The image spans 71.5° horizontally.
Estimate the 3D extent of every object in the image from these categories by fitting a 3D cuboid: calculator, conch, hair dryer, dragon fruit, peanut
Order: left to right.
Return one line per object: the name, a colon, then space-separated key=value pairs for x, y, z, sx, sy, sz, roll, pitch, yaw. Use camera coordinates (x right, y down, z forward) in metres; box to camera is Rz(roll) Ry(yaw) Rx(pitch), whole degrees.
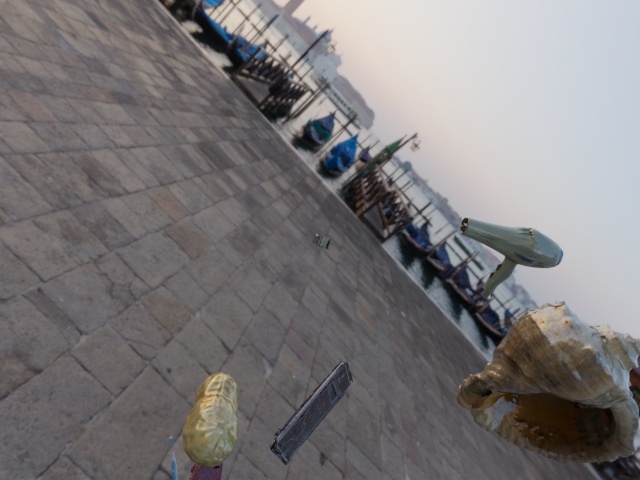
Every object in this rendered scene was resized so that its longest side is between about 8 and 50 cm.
dragon fruit: x=-0.377 y=0.776 z=1.427 sx=0.102 sy=0.096 sz=0.147 roll=28 pitch=55 yaw=-29
peanut: x=-0.272 y=0.451 z=1.144 sx=0.147 sy=0.147 sz=0.305 roll=46 pitch=0 yaw=-9
calculator: x=-0.014 y=0.432 z=1.120 sx=0.028 sy=0.274 sz=0.165 roll=31 pitch=-26 yaw=32
hair dryer: x=0.519 y=0.040 z=1.345 sx=0.296 sy=0.298 sz=0.119 roll=35 pitch=40 yaw=-16
conch: x=0.455 y=0.271 z=0.865 sx=0.210 sy=0.352 sz=0.297 roll=-31 pitch=86 yaw=-38

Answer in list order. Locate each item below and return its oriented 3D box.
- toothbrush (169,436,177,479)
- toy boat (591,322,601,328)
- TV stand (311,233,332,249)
toothbrush: x=-0.347 y=0.553 z=1.059 sx=0.017 sy=0.014 sz=0.162 roll=97 pitch=-18 yaw=-77
toy boat: x=0.685 y=0.272 z=1.124 sx=0.065 sy=0.066 sz=0.172 roll=42 pitch=53 yaw=11
TV stand: x=0.000 y=0.000 z=1.433 sx=0.042 sy=0.036 sz=0.249 roll=21 pitch=0 yaw=-7
